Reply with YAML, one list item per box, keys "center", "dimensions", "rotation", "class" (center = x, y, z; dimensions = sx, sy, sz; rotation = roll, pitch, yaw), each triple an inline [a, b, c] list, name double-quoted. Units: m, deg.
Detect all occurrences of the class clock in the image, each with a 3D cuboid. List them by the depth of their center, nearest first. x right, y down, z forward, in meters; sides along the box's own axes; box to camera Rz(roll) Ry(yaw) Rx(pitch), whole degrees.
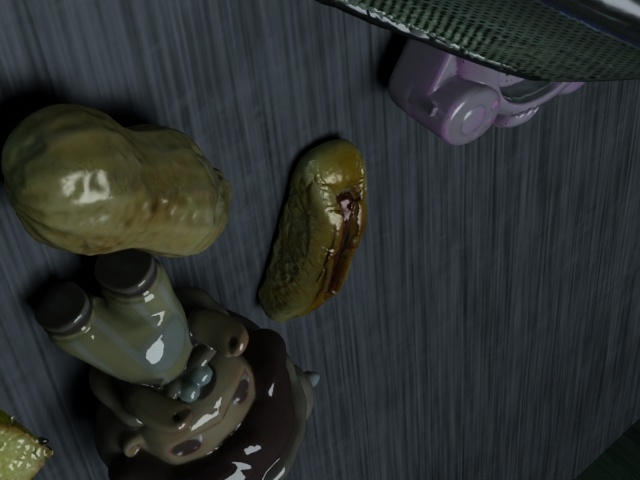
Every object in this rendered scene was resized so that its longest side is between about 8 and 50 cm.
- center: [0.231, -0.257, 1.885]
  dimensions: [0.322, 0.113, 0.295]
  rotation: [-14, 137, -51]
  class: "clock"

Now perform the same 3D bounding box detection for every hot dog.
- center: [0.000, 0.000, 1.913]
  dimensions: [0.084, 0.073, 0.242]
  rotation: [-30, 149, -43]
  class: "hot dog"

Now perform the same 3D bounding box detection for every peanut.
- center: [-0.173, -0.045, 1.530]
  dimensions: [0.130, 0.130, 0.290]
  rotation: [-57, 152, 14]
  class: "peanut"

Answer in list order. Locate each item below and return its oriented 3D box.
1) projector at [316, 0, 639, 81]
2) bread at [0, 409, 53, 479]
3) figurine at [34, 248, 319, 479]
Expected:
- center: [0.119, -0.340, 1.191]
  dimensions: [0.405, 0.242, 0.395]
  rotation: [18, 80, -34]
  class: "projector"
- center: [-0.386, 0.156, 1.411]
  dimensions: [0.194, 0.179, 0.340]
  rotation: [-51, 151, 0]
  class: "bread"
- center: [-0.148, 0.145, 1.764]
  dimensions: [0.248, 0.203, 0.380]
  rotation: [-50, 143, -14]
  class: "figurine"
